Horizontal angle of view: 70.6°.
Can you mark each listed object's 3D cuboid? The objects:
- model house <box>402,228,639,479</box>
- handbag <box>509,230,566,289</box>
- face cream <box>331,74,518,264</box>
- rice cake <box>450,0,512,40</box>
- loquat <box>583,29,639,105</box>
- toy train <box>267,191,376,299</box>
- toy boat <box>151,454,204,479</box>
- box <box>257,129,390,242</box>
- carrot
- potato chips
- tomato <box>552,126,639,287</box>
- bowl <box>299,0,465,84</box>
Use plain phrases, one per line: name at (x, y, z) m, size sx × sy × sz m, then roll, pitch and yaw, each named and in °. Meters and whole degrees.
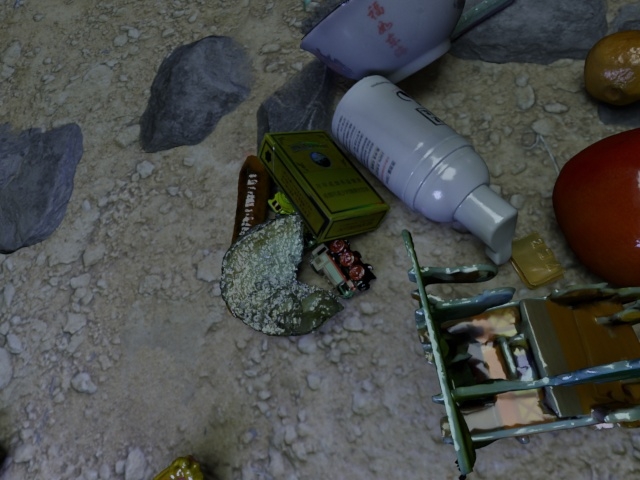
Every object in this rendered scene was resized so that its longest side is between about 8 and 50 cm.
model house at (0.267, 0.107, 0.515) m, size 0.313 × 0.357 × 0.242 m, roll -16°, pitch 63°, yaw 10°
handbag at (0.338, 0.031, 0.714) m, size 0.061 × 0.027 × 0.083 m, roll -24°, pitch 62°, yaw 5°
face cream at (0.186, -0.119, 0.753) m, size 0.145 × 0.145 × 0.369 m, roll -41°, pitch 64°, yaw -5°
rice cake at (0.314, -0.459, 0.927) m, size 0.208 × 0.033 × 0.033 m, roll -32°, pitch 62°, yaw -1°
loquat at (0.520, -0.297, 0.768) m, size 0.137 × 0.113 × 0.137 m, roll -20°, pitch 40°, yaw 18°
toy train at (0.000, 0.000, 0.804) m, size 0.085 × 0.053 × 0.249 m, roll -41°, pitch 65°, yaw 5°
toy boat at (-0.257, 0.458, 0.650) m, size 0.141 × 0.099 × 0.318 m, roll 25°, pitch 78°, yaw 26°
box at (0.002, -0.105, 0.801) m, size 0.141 × 0.064 × 0.220 m, roll -13°, pitch 54°, yaw -36°
carrot at (-0.137, -0.013, 0.837) m, size 0.066 × 0.066 × 0.314 m, roll 0°, pitch 68°, yaw 15°
potato chips at (-0.067, 0.064, 0.759) m, size 0.202 × 0.029 × 0.220 m, roll -38°, pitch 68°, yaw -1°
tomato at (0.474, -0.054, 0.632) m, size 0.260 × 0.180 × 0.259 m, roll -6°, pitch 71°, yaw 19°
bowl at (0.143, -0.389, 0.842) m, size 0.345 × 0.345 × 0.157 m, roll -32°, pitch 105°, yaw 0°
